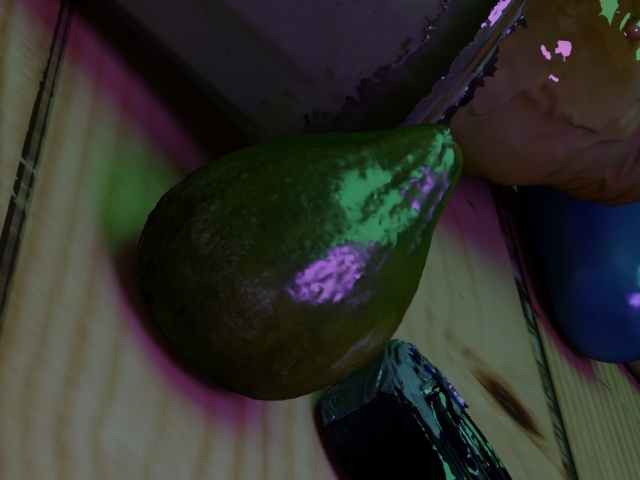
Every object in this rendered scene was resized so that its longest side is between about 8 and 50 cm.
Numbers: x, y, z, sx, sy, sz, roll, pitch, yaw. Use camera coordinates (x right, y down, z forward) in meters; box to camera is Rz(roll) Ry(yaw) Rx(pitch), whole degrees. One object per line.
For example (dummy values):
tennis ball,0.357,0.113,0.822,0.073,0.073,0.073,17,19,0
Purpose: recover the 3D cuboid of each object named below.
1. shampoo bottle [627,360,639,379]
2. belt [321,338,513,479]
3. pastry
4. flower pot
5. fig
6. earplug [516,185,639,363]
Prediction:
shampoo bottle,0.336,0.116,1.417,0.162,0.079,0.079,49,20,-13
belt,0.058,0.117,0.795,0.140,0.058,0.105,57,16,11
pastry,0.184,-0.209,1.261,0.410,0.245,0.409,22,29,-13
flower pot,-0.024,-0.187,0.855,0.259,0.290,0.290,36,23,-12
fig,0.000,0.000,0.714,0.123,0.156,0.123,51,14,-17
earplug,0.249,0.002,1.350,0.132,0.132,0.273,44,25,-26
